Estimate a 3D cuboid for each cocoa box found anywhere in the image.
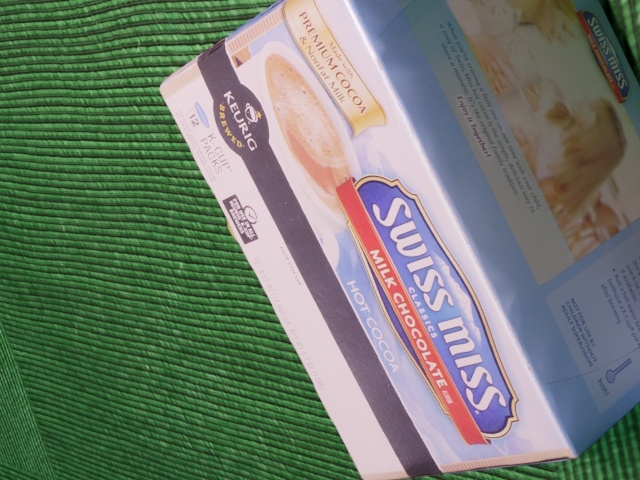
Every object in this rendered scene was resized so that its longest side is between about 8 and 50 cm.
[{"bbox_3d":[0.096,-0.033,0.897,0.228,0.231,0.347,-21,97,52],"label":"cocoa box"}]

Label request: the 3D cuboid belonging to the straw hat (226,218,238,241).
[{"bbox_3d":[-0.056,-0.021,1.218,0.144,0.061,0.144,27,132,35],"label":"straw hat"}]
